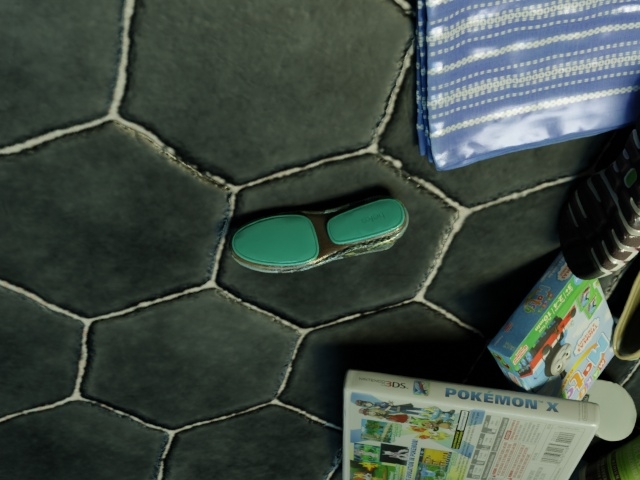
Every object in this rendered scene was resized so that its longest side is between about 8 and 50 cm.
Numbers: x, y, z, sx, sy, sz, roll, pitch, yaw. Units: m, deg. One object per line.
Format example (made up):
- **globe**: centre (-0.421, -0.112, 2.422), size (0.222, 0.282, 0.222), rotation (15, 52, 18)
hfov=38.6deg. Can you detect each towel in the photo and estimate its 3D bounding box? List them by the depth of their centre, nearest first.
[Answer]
- **towel**: centre (0.202, -0.210, 0.804), size (0.243, 0.040, 0.336), rotation (-12, 137, -3)

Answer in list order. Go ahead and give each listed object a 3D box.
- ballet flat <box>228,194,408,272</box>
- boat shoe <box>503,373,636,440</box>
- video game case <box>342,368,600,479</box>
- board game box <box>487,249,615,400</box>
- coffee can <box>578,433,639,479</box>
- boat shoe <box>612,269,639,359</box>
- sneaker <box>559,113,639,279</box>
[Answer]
- **ballet flat**: centre (0.000, 0.000, 0.958), size (0.189, 0.070, 0.070), rotation (-9, 137, 0)
- **boat shoe**: centre (0.348, 0.216, 1.264), size (0.219, 0.070, 0.077), rotation (26, 80, -28)
- **video game case**: centre (0.178, 0.273, 1.199), size (0.300, 0.036, 0.329), rotation (7, 146, 6)
- **board game box**: centre (0.293, 0.128, 1.121), size (0.160, 0.039, 0.211), rotation (-50, 137, -13)
- **coffee can**: centre (0.562, 0.363, 1.372), size (0.202, 0.201, 0.275), rotation (30, 122, -36)
- **boat shoe**: centre (0.422, 0.053, 1.070), size (0.089, 0.104, 0.285), rotation (-21, 142, -18)
- **sneaker**: centre (0.374, -0.048, 0.947), size (0.163, 0.106, 0.281), rotation (-2, 150, -17)
